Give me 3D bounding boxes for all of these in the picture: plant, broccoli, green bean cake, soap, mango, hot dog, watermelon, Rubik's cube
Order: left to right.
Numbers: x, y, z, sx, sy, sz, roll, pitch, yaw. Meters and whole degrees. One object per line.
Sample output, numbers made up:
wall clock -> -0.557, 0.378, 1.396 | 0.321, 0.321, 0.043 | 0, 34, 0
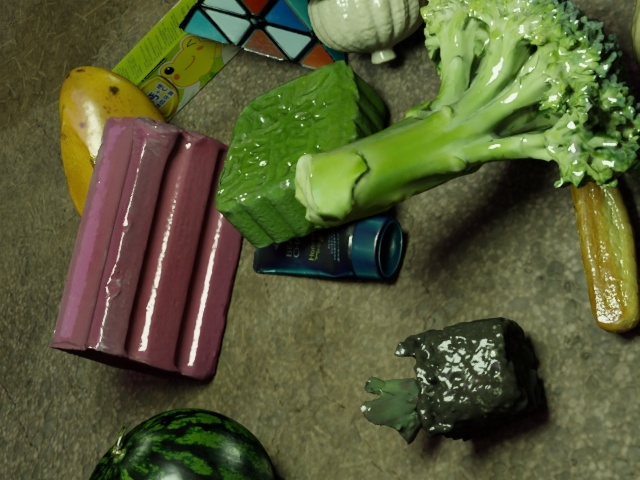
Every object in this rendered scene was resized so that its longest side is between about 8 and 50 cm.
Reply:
mango -> -0.323, -0.144, 1.742 | 0.160, 0.191, 0.290 | -3, 110, 43
soap -> -0.240, 0.013, 1.612 | 0.128, 0.233, 0.360 | -2, 72, 41
watermelon -> -0.182, 0.356, 1.422 | 0.269, 0.269, 0.269 | -16, 63, 35
Rubik's cube -> -0.068, -0.407, 1.567 | 0.284, 0.234, 0.250 | 23, 87, 15
green bean cake -> -0.023, -0.125, 1.515 | 0.222, 0.125, 0.248 | -18, 41, 28
plant -> 0.155, 0.172, 1.292 | 0.203, 0.142, 0.131 | -25, 68, 20
broccoli -> 0.164, -0.163, 1.295 | 0.397, 0.353, 0.275 | -22, 100, 19
hot dog -> 0.335, 0.006, 1.261 | 0.066, 0.047, 0.216 | -15, 63, 19

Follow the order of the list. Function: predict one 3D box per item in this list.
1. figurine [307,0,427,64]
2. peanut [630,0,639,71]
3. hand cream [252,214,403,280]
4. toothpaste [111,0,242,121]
figurine -> 0.015, -0.405, 1.520 | 0.204, 0.332, 0.185 | -48, 8, 16
peanut -> 0.419, -0.281, 1.255 | 0.123, 0.123, 0.257 | -10, 67, 37
hand cream -> 0.000, 0.000, 1.539 | 0.270, 0.061, 0.120 | 7, 93, 46
toothpaste -> -0.228, -0.316, 1.814 | 0.327, 0.110, 0.077 | -41, 53, 20
